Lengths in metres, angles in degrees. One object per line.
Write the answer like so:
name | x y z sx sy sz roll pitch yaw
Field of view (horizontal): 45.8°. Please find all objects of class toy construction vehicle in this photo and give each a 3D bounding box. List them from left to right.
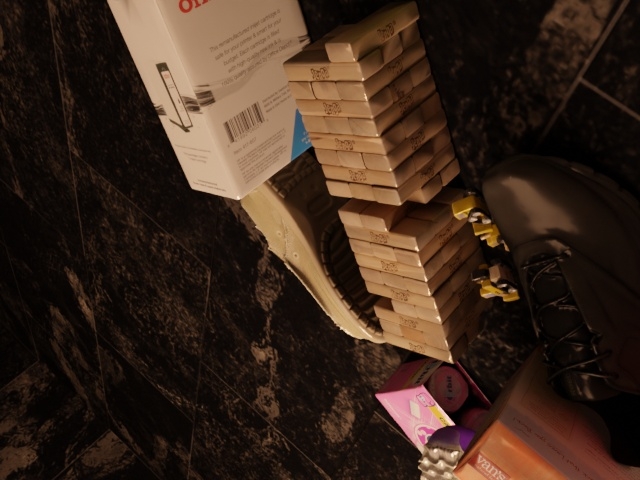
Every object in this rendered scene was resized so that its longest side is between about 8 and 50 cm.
toy construction vehicle | 0.146 0.008 0.664 0.035 0.098 0.086 -21 67 27

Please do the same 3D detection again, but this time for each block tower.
block tower | 0.073 -0.046 0.713 0.097 0.091 0.335 12 133 43

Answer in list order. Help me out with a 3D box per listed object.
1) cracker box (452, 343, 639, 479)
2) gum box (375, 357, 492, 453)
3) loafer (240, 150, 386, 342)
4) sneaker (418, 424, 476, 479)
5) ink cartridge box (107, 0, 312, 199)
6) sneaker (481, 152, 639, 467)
cracker box | 0.220 0.190 0.663 0.156 0.232 0.067 40 111 15
gum box | 0.168 0.234 0.924 0.188 0.062 0.107 51 149 -5
loafer | 0.000 0.000 0.851 0.268 0.102 0.092 56 150 5
sneaker | 0.222 0.244 0.782 0.293 0.146 0.102 42 151 -24
ink cartridge box | -0.085 -0.165 0.719 0.086 0.148 0.203 15 134 44
sneaker | 0.220 0.057 0.610 0.286 0.130 0.109 52 150 -3
